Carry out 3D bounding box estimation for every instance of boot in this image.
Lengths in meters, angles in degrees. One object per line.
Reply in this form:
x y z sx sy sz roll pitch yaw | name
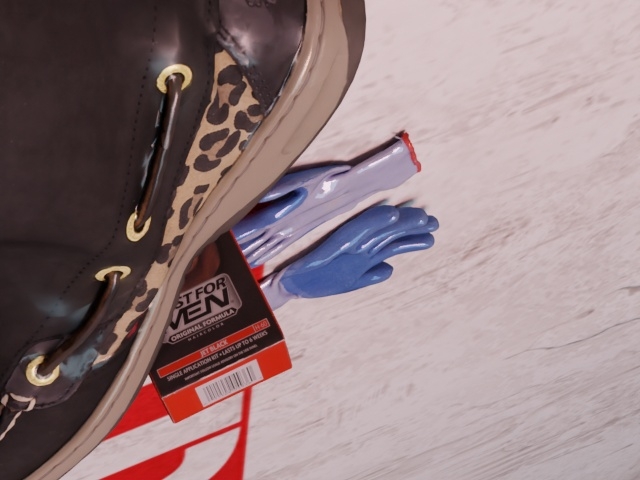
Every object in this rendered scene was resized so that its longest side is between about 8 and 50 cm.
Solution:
-0.179 -0.007 0.703 0.284 0.138 0.377 3 137 -51 | boot

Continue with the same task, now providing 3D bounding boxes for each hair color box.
-0.076 0.016 0.851 0.072 0.141 0.043 -26 155 -7 | hair color box

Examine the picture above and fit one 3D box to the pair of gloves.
0.000 0.000 1.043 0.159 0.023 0.198 -27 156 -4 | pair of gloves
